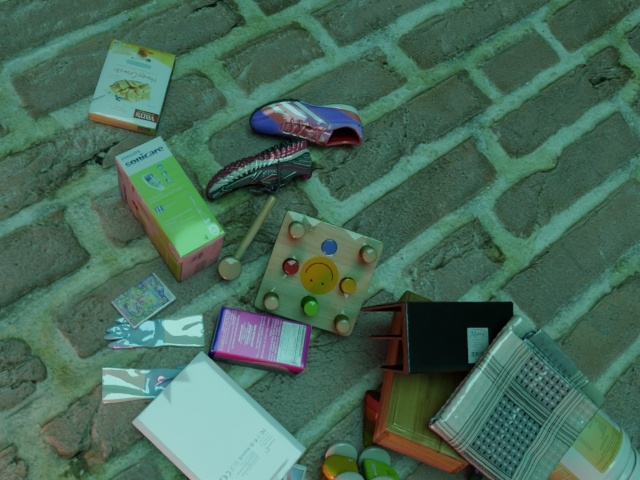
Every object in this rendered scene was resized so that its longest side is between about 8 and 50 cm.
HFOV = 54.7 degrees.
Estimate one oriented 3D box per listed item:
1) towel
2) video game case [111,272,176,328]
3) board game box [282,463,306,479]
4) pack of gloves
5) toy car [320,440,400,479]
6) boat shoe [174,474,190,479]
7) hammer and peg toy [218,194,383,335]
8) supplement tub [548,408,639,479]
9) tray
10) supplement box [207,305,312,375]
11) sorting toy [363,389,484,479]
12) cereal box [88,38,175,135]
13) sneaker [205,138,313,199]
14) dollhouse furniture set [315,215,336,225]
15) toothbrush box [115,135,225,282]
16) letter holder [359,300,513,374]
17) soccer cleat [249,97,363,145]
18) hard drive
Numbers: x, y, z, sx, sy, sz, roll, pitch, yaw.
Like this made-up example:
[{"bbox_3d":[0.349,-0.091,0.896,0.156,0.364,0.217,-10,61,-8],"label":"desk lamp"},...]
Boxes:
[{"bbox_3d":[0.440,0.368,1.340,0.312,0.056,0.324,42,79,-9],"label":"towel"},{"bbox_3d":[-0.418,0.142,1.467,0.122,0.011,0.087,-38,75,-28],"label":"video game case"},{"bbox_3d":[-0.161,0.623,1.342,0.193,0.053,0.305,18,66,-7],"label":"board game box"},{"bbox_3d":[-0.380,0.264,1.423,0.232,0.046,0.194,-1,71,-16],"label":"pack of gloves"},{"bbox_3d":[0.085,0.551,1.401,0.182,0.159,0.136,11,107,-10],"label":"toy car"},{"bbox_3d":[-0.309,0.543,1.334,0.153,0.048,0.056,-18,76,-21],"label":"boat shoe"},{"bbox_3d":[-0.052,0.058,1.493,0.362,0.127,0.265,20,96,-8],"label":"hammer and peg toy"},{"bbox_3d":[0.595,0.481,1.508,0.316,0.228,0.228,43,65,3],"label":"supplement tub"},{"bbox_3d":[0.261,0.321,1.482,0.203,0.076,0.410,24,43,-6],"label":"tray"},{"bbox_3d":[-0.143,0.241,1.460,0.220,0.111,0.113,15,66,-10],"label":"supplement box"},{"bbox_3d":[0.248,0.495,1.492,0.366,0.127,0.126,27,90,-3],"label":"sorting toy"},{"bbox_3d":[-0.496,-0.408,1.643,0.173,0.047,0.240,12,67,-11],"label":"cereal box"},{"bbox_3d":[-0.155,-0.168,1.615,0.299,0.121,0.112,-23,107,-14],"label":"sneaker"},{"bbox_3d":[0.000,0.000,1.619,0.076,0.058,0.151,28,65,-4],"label":"dollhouse furniture set"},{"bbox_3d":[-0.358,-0.068,1.467,0.122,0.206,0.283,-30,81,-23],"label":"toothbrush box"},{"bbox_3d":[0.263,0.221,1.436,0.302,0.214,0.151,3,81,-27],"label":"letter holder"},{"bbox_3d":[-0.032,-0.313,1.694,0.319,0.108,0.116,-2,52,-19],"label":"soccer cleat"},{"bbox_3d":[-0.218,0.428,1.352,0.319,0.040,0.210,42,66,5],"label":"hard drive"}]
